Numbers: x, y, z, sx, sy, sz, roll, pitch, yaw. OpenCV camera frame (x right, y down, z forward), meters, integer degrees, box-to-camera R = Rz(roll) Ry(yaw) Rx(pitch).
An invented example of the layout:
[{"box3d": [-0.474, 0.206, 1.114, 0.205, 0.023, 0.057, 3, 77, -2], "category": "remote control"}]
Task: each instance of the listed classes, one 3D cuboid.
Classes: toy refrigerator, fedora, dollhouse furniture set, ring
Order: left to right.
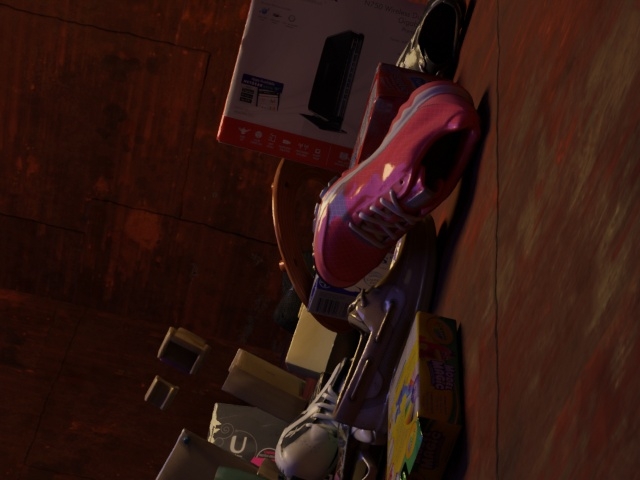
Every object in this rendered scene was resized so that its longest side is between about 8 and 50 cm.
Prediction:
[{"box3d": [-0.194, 0.341, 2.243, 0.303, 0.286, 0.198, -63, 2, 2], "category": "dollhouse furniture set"}, {"box3d": [-0.011, 0.113, 2.708, 0.334, 0.152, 0.334, -166, 90, -86], "category": "fedora"}, {"box3d": [0.000, 0.000, 2.283, 0.336, 0.032, 0.337, 41, -139, -49], "category": "ring"}, {"box3d": [0.013, 0.123, 2.468, 0.102, 0.094, 0.270, 81, -152, -75], "category": "toy refrigerator"}]

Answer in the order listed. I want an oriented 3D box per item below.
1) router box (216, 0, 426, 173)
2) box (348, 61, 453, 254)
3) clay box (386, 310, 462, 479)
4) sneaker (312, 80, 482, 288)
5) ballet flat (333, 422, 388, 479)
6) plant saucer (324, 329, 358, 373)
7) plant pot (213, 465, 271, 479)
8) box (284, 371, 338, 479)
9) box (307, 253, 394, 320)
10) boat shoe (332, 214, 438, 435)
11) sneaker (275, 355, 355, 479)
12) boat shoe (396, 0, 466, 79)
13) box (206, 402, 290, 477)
[{"box3d": [0.024, -0.270, 2.164, 0.082, 0.335, 0.301, -103, 26, -83], "category": "router box"}, {"box3d": [0.111, -0.120, 1.967, 0.128, 0.122, 0.257, -82, 7, -58], "category": "box"}, {"box3d": [0.111, 0.193, 1.418, 0.222, 0.053, 0.127, -85, 10, -58], "category": "clay box"}, {"box3d": [0.095, -0.062, 1.670, 0.314, 0.116, 0.136, -55, 22, 11], "category": "sneaker"}, {"box3d": [0.059, 0.291, 1.783, 0.079, 0.076, 0.222, -161, 79, -68], "category": "ballet flat"}, {"box3d": [0.036, 0.226, 2.348, 0.195, 0.037, 0.195, 18, -90, -84], "category": "plant saucer"}, {"box3d": [-0.062, 0.467, 1.784, 0.290, 0.195, 0.290, 7, -90, -88], "category": "plant pot"}, {"box3d": [-0.022, 0.453, 2.125, 0.318, 0.097, 0.395, 113, 171, -60], "category": "box"}, {"box3d": [0.053, 0.060, 2.159, 0.072, 0.126, 0.137, 106, 175, -48], "category": "box"}, {"box3d": [0.086, 0.103, 1.738, 0.109, 0.098, 0.302, 132, 151, -82], "category": "boat shoe"}, {"box3d": [0.028, 0.237, 1.857, 0.235, 0.094, 0.153, -28, -32, -49], "category": "sneaker"}, {"box3d": [0.165, -0.273, 2.024, 0.079, 0.084, 0.233, -85, 13, -69], "category": "boat shoe"}, {"box3d": [-0.111, 0.432, 2.471, 0.270, 0.165, 0.143, 74, -157, -57], "category": "box"}]
